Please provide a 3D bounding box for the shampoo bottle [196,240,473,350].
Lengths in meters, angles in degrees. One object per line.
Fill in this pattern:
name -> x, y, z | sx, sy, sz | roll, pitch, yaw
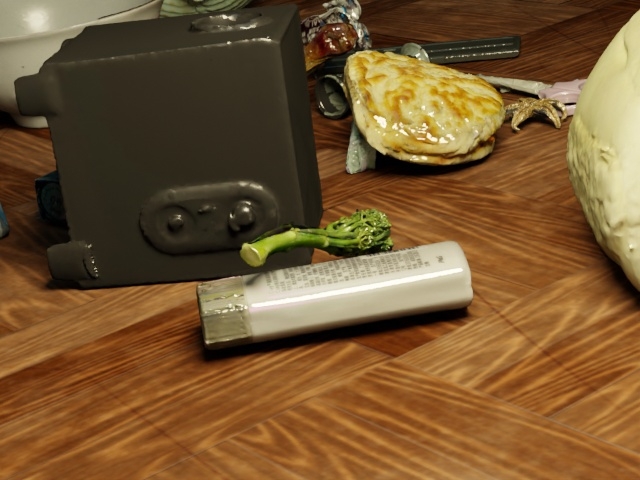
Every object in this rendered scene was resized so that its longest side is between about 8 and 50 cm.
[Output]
shampoo bottle -> 0.010, 0.046, 1.268 | 0.227, 0.056, 0.086 | -10, 13, -5

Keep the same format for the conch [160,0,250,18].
conch -> -0.212, -0.463, 2.506 | 0.303, 0.215, 0.319 | -18, 53, -10

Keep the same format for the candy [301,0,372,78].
candy -> 0.003, -0.264, 1.991 | 0.051, 0.094, 0.226 | -26, 10, -23

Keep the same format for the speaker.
speaker -> -0.138, -0.095, 1.452 | 0.254, 0.232, 0.184 | -4, 19, 8

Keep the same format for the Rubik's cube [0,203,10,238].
Rubik's cube -> -0.482, -0.100, 1.678 | 0.228, 0.229, 0.233 | 13, -23, -29

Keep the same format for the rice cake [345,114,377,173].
rice cake -> 0.050, -0.130, 1.744 | 0.034, 0.043, 0.211 | 1, 22, 3

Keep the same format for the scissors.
scissors -> 0.269, -0.184, 1.838 | 0.110, 0.021, 0.212 | -27, 28, -35

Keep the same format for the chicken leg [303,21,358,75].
chicken leg -> -0.084, -0.226, 1.937 | 0.177, 0.083, 0.322 | -50, 32, -12

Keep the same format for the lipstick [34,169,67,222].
lipstick -> -0.211, -0.093, 1.739 | 0.051, 0.051, 0.312 | 3, 21, 30

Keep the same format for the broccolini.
broccolini -> 0.000, 0.000, 1.317 | 0.051, 0.054, 0.239 | -45, -16, 22

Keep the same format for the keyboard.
keyboard -> 0.089, -0.262, 2.109 | 0.381, 0.041, 0.103 | 2, 21, 9

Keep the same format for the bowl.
bowl -> -0.363, -0.248, 2.050 | 0.345, 0.157, 0.345 | -7, 20, 3

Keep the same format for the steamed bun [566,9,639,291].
steamed bun -> 0.342, -0.106, 1.258 | 0.273, 0.272, 0.290 | -11, 17, -6

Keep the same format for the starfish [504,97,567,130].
starfish -> 0.241, -0.148, 1.745 | 0.091, 0.028, 0.078 | -9, 22, 11

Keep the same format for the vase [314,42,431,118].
vase -> 0.070, -0.206, 1.919 | 0.059, 0.059, 0.167 | 12, 28, 43

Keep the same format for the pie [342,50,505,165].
pie -> 0.110, -0.145, 1.666 | 0.179, 0.084, 0.205 | 6, 26, -11
